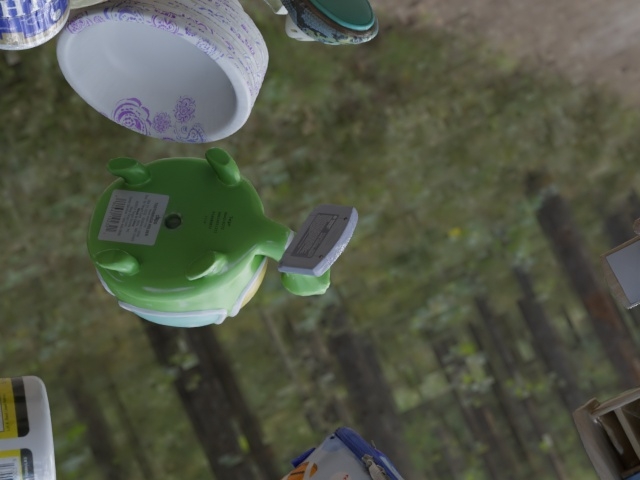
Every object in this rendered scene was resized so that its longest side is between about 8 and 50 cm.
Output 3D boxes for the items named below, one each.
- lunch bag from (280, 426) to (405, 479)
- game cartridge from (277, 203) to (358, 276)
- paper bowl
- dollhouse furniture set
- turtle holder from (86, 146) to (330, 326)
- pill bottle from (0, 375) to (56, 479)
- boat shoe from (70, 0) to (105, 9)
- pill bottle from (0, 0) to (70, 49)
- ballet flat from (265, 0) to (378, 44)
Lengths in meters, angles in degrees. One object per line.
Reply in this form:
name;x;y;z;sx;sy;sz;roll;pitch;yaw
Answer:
lunch bag;0.078;0.306;1.681;0.115;0.243;0.303;-39;152;-7
game cartridge;0.000;0.000;1.648;0.056;0.017;0.083;4;-130;43
paper bowl;-0.212;-0.274;2.399;0.284;0.284;0.148;-33;-148;51
dollhouse furniture set;0.256;0.139;1.353;0.198;0.286;0.303;-30;175;26
turtle holder;-0.167;0.004;2.496;0.320;0.243;0.227;-19;147;-3
pill bottle;-0.530;0.289;2.314;0.334;0.187;0.188;-5;169;-12
boat shoe;-0.417;-0.349;2.255;0.341;0.121;0.110;-14;141;15
pill bottle;-0.319;-0.291;1.745;0.112;0.112;0.186;-23;150;-13
ballet flat;-0.013;-0.195;1.357;0.070;0.188;0.070;-16;138;-16
